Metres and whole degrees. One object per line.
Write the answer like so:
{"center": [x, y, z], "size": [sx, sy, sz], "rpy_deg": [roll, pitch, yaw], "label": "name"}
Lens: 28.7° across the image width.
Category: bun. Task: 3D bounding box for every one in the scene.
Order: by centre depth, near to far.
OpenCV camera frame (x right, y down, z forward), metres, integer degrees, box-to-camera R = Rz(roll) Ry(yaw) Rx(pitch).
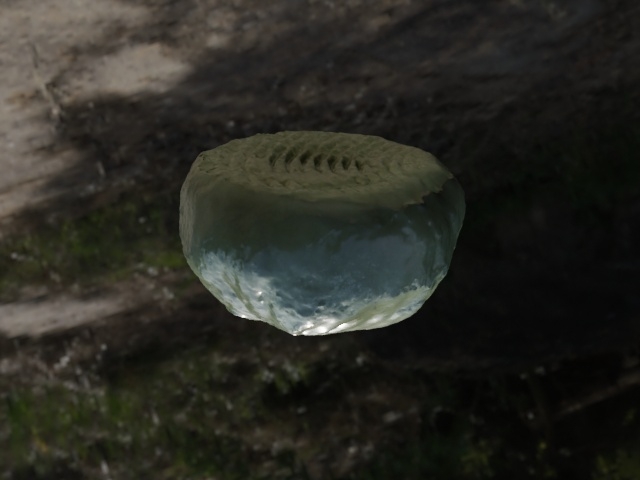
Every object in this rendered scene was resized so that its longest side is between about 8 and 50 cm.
{"center": [0.000, 0.000, 0.815], "size": [0.196, 0.118, 0.195], "rpy_deg": [3, -164, -1], "label": "bun"}
